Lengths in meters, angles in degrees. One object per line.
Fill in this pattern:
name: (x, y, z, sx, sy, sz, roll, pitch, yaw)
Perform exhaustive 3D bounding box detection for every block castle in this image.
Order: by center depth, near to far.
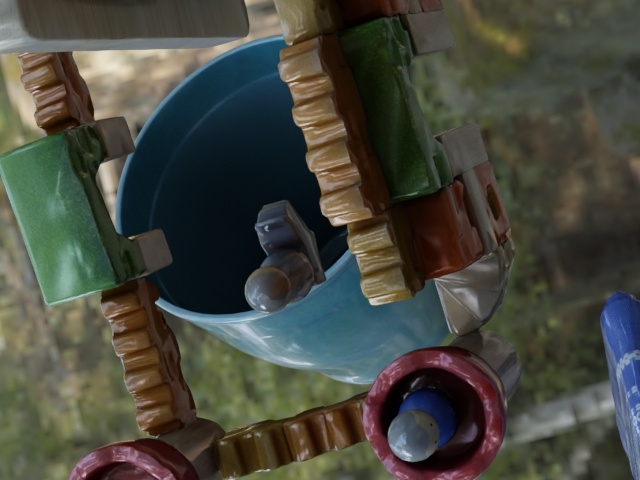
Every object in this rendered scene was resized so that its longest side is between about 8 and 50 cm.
block castle: (-0.069, -0.043, 1.235, 0.213, 0.303, 0.453, -27, -81, -72)

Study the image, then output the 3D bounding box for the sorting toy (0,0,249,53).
sorting toy: (-0.083, -0.217, 0.863, 0.255, 0.089, 0.257, -19, -84, -71)

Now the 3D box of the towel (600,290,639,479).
towel: (0.236, 0.217, 1.211, 0.243, 0.040, 0.336, 64, -168, -63)

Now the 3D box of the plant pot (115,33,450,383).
plant pot: (0.000, 0.000, 1.754, 0.255, 0.271, 0.272, 45, -153, -51)
